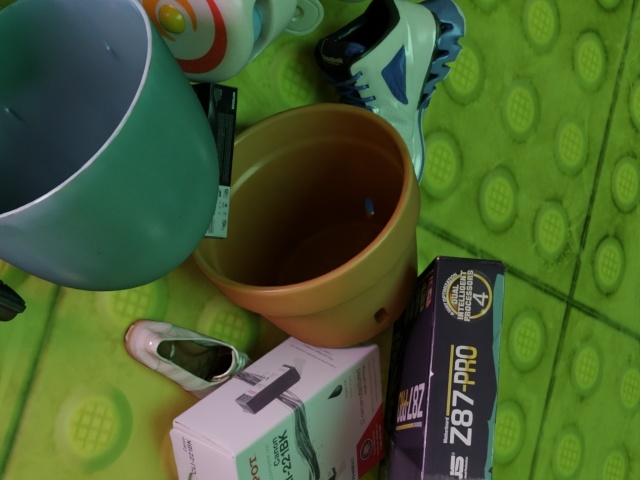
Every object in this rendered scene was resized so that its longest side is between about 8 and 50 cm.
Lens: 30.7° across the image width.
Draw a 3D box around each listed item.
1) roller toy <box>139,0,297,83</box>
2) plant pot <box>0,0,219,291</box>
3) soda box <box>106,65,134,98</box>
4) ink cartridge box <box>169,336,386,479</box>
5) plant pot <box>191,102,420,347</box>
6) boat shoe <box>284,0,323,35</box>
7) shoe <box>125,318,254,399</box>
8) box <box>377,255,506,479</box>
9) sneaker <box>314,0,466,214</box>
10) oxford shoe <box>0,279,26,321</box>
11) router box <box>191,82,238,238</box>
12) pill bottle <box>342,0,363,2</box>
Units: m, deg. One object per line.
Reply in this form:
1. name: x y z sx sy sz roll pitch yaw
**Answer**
1. roller toy: -0.138 -0.287 1.345 0.209 0.191 0.146 57 48 -20
2. plant pot: -0.242 -0.083 1.214 0.235 0.293 0.293 51 58 -50
3. soda box: -0.272 -0.260 1.306 0.069 0.074 0.216 -54 126 -28
4. ink cartridge box: -0.046 0.257 1.495 0.273 0.114 0.197 -33 130 -37
5. plant pot: 0.000 0.000 1.466 0.291 0.291 0.203 -59 145 -24
6. boat shoe: -0.097 -0.349 1.486 0.233 0.084 0.079 30 33 -34
7. shoe: -0.147 0.158 1.460 0.219 0.058 0.076 28 73 -41
8. box: 0.151 0.209 1.532 0.097 0.395 0.318 5 80 -4
9. sneaker: 0.063 -0.197 1.583 0.182 0.127 0.315 9 102 -37
10. oxford shoe: -0.411 0.058 1.200 0.227 0.083 0.096 19 100 -43
11. router box: -0.161 -0.094 1.382 0.046 0.133 0.178 6 88 -44
12. pill bottle: 0.104 -0.449 1.600 0.278 0.162 0.162 -39 118 -35
